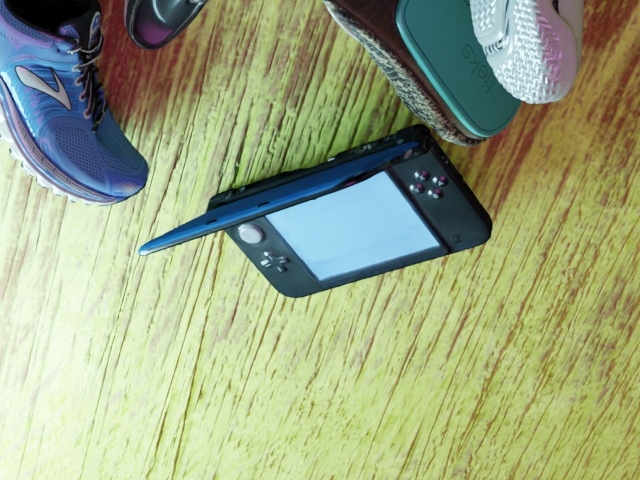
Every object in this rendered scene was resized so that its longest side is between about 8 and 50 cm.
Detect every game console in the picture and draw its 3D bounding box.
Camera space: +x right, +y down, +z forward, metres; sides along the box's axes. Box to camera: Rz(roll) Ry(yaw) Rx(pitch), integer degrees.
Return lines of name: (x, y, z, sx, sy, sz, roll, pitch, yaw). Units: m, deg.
game console: (0.000, 0.000, 1.629, 0.293, 0.173, 0.250, -17, 129, 31)

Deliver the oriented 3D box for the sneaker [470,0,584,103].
sneaker: (0.248, -0.295, 1.389, 0.210, 0.365, 0.137, 1, 157, -15)

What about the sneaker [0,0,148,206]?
sneaker: (-0.272, -0.171, 1.552, 0.147, 0.129, 0.330, -26, 124, 17)

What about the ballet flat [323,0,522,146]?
ballet flat: (0.044, -0.273, 1.463, 0.164, 0.182, 0.483, -51, 137, -14)

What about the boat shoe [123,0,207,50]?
boat shoe: (-0.130, -0.280, 1.516, 0.084, 0.079, 0.233, 26, 122, -24)
